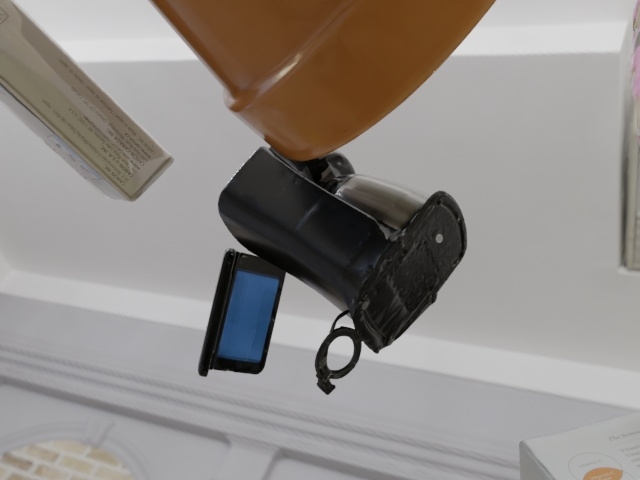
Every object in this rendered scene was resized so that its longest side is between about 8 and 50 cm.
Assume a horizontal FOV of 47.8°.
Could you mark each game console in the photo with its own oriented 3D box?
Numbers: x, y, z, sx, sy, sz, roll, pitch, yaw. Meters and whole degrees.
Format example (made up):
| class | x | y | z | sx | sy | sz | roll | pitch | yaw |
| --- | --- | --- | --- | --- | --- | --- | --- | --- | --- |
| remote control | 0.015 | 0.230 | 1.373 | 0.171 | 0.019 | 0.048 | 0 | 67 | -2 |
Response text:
| class | x | y | z | sx | sy | sz | roll | pitch | yaw |
| --- | --- | --- | --- | --- | --- | --- | --- | --- | --- |
| game console | -0.074 | 0.074 | 0.713 | 0.071 | 0.122 | 0.107 | 13 | -4 | -8 |

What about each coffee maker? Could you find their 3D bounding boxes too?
| class | x | y | z | sx | sy | sz | roll | pitch | yaw |
| --- | --- | --- | --- | --- | --- | --- | --- | --- | --- |
| coffee maker | 0.000 | 0.000 | 0.596 | 0.178 | 0.171 | 0.120 | 30 | -38 | 38 |

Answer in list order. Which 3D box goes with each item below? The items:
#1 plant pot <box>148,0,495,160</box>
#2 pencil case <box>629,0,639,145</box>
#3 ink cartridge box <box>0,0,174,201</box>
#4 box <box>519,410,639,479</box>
| class | x | y | z | sx | sy | sz | roll | pitch | yaw |
| --- | --- | --- | --- | --- | --- | --- | --- | --- | --- |
| plant pot | -0.016 | -0.228 | 0.480 | 0.203 | 0.291 | 0.291 | 34 | -37 | -24 |
| pencil case | 0.365 | -0.122 | 0.616 | 0.160 | 0.386 | 0.167 | 29 | -43 | -9 |
| ink cartridge box | -0.302 | -0.164 | 0.726 | 0.296 | 0.066 | 0.261 | 46 | -15 | -22 |
| box | 0.210 | 0.180 | 0.401 | 0.130 | 0.170 | 0.091 | -11 | -69 | -10 |
